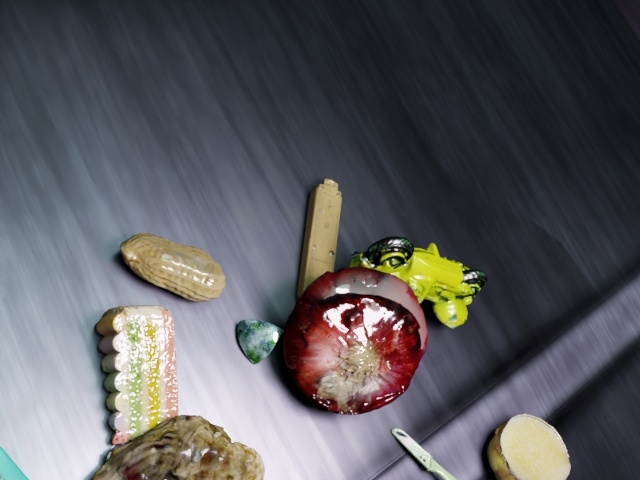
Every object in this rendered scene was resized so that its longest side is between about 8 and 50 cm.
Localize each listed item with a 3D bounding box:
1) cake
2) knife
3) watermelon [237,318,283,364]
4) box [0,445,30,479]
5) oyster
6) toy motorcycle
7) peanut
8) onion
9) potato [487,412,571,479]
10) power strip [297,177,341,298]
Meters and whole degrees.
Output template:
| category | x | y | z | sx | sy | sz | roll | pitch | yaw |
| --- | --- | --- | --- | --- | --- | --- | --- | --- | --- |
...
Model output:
| category | x | y | z | sx | sy | sz | roll | pitch | yaw |
| --- | --- | --- | --- | --- | --- | --- | --- | --- | --- |
| cake | -0.285 | 0.208 | 1.153 | 0.109 | 0.090 | 0.225 | 1 | 67 | -38 |
| knife | 0.215 | 0.429 | 1.365 | 0.207 | 0.014 | 0.030 | 41 | 44 | 13 |
| watermelon | -0.112 | 0.174 | 1.311 | 0.085 | 0.085 | 0.061 | 70 | 13 | 15 |
| box | -0.493 | 0.386 | 0.955 | 0.161 | 0.042 | 0.226 | 49 | 50 | 1 |
| oyster | -0.226 | 0.368 | 1.102 | 0.294 | 0.094 | 0.166 | -25 | 98 | -31 |
| toy motorcycle | 0.181 | 0.085 | 1.454 | 0.342 | 0.206 | 0.142 | 20 | 58 | -40 |
| peanut | -0.255 | 0.042 | 1.259 | 0.194 | 0.083 | 0.093 | 28 | 54 | -16 |
| onion | 0.055 | 0.171 | 1.326 | 0.272 | 0.195 | 0.272 | -2 | 98 | -15 |
| potato | 0.416 | 0.446 | 1.473 | 0.200 | 0.081 | 0.164 | 0 | 57 | -35 |
| power strip | 0.000 | 0.000 | 1.469 | 0.064 | 0.044 | 0.305 | 20 | 58 | -22 |
